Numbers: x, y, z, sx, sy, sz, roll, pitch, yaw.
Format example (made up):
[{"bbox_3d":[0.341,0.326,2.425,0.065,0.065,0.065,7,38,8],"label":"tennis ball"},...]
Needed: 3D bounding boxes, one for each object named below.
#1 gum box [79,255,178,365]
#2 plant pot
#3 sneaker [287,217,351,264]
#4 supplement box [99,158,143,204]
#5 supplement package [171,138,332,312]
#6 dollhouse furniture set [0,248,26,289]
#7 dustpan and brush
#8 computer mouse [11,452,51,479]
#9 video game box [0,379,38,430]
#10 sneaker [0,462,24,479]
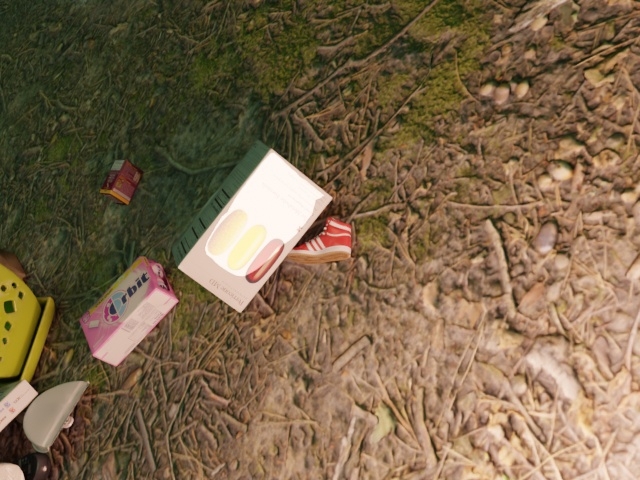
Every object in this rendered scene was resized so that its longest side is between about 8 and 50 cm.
[{"bbox_3d":[-0.357,0.128,1.670,0.188,0.062,0.107,-45,44,8],"label":"gum box"},{"bbox_3d":[-0.688,0.183,1.810,0.228,0.207,0.227,-7,60,37],"label":"plant pot"},{"bbox_3d":[0.000,0.000,1.465,0.118,0.042,0.067,-6,64,29],"label":"sneaker"},{"bbox_3d":[-0.422,-0.125,1.892,0.043,0.055,0.083,6,67,42],"label":"supplement box"},{"bbox_3d":[-0.119,-0.027,1.489,0.244,0.139,0.134,-52,19,2],"label":"supplement package"},{"bbox_3d":[-0.771,0.100,2.000,0.123,0.144,0.151,40,107,51],"label":"dollhouse furniture set"},{"bbox_3d":[-0.527,0.333,1.694,0.211,0.060,0.147,0,49,35],"label":"dustpan and brush"},{"bbox_3d":[-0.579,0.457,1.673,0.242,0.041,0.071,-29,56,32],"label":"computer mouse"},{"bbox_3d":[-0.662,0.356,1.710,0.205,0.048,0.187,-21,19,43],"label":"video game box"},{"bbox_3d":[-0.601,0.522,1.593,0.153,0.094,0.235,-17,76,40],"label":"sneaker"}]
